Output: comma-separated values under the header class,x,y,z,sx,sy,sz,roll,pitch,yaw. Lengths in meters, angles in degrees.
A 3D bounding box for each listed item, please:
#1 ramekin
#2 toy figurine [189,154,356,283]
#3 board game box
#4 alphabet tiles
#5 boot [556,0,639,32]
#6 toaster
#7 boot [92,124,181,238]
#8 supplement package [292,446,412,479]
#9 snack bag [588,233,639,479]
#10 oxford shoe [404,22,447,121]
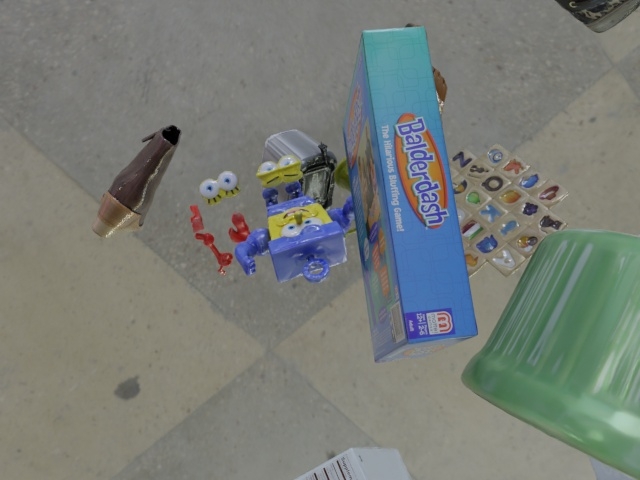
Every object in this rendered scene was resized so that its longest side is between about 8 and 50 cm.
class,x,y,z,sx,sy,sz,roll,pitch,yaw
ramekin,0.279,0.108,0.524,0.303,0.303,0.148,25,88,-16
toy figurine,0.000,0.000,1.010,0.363,0.217,0.191,-15,127,-7
board game box,0.057,-0.022,0.498,0.047,0.160,0.210,-6,77,-4
alphabet tiles,0.362,-0.073,1.498,0.285,0.342,0.011,-40,138,-2
boot,0.320,-0.348,0.769,0.179,0.236,0.085,21,68,-9
toaster,-0.053,-0.148,1.513,0.129,0.146,0.227,-22,138,-30
boot,-0.304,-0.112,1.189,0.090,0.248,0.207,37,99,-14
supplement package,0.022,0.389,0.894,0.203,0.149,0.194,-33,153,12
snack bag,0.442,0.155,0.865,0.037,0.323,0.342,8,143,-32
oxford shoe,0.171,-0.267,1.110,0.076,0.076,0.212,-16,140,-2
